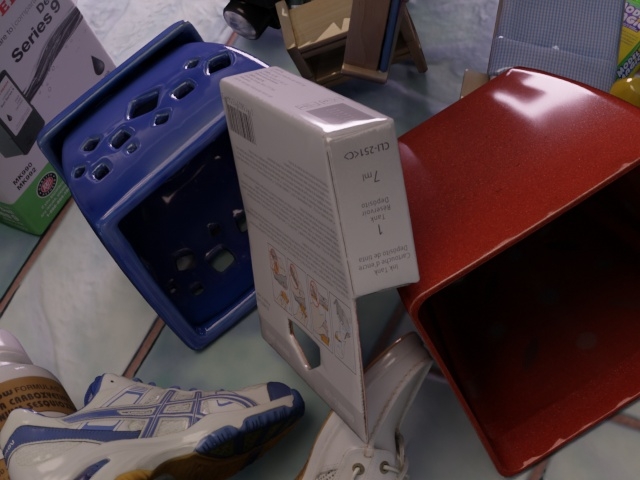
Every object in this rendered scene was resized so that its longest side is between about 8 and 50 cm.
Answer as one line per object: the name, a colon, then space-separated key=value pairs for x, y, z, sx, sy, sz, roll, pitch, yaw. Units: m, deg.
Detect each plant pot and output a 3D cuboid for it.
plant pot: x=0.186 y=0.000 z=1.420 sx=0.267 sy=0.267 sz=0.236 roll=-32 pitch=43 yaw=-2
plant pot: x=-0.136 y=-0.071 z=1.605 sx=0.236 sy=0.236 sz=0.212 roll=-40 pitch=47 yaw=-7

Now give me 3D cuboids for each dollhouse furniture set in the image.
dollhouse furniture set: x=0.198 y=-0.273 z=1.524 sx=0.303 sy=0.198 sz=0.286 roll=13 pitch=65 yaw=1
dollhouse furniture set: x=0.025 y=-0.267 z=1.719 sx=0.129 sy=0.129 sz=0.184 roll=-19 pitch=59 yaw=9

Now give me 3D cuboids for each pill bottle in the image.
pill bottle: x=-0.299 y=0.197 z=1.545 sx=0.131 sy=0.131 sz=0.229 roll=-36 pitch=52 yaw=-4

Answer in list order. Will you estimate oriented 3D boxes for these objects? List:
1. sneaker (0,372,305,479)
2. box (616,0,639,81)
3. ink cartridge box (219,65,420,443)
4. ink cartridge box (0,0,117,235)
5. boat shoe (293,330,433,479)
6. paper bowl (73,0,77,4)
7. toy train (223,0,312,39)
sneaker: x=-0.151 y=0.165 z=1.444 sx=0.296 sy=0.112 sz=0.131 roll=-15 pitch=59 yaw=-36
box: x=0.281 y=-0.199 z=1.639 sx=0.105 sy=0.043 sz=0.179 roll=33 pitch=73 yaw=34
ink cartridge box: x=0.000 y=0.000 z=1.356 sx=0.066 sy=0.261 sz=0.296 roll=-14 pitch=19 yaw=-16
ink cartridge box: x=-0.353 y=-0.176 z=1.716 sx=0.121 sy=0.289 sz=0.211 roll=22 pitch=68 yaw=32
boat shoe: x=0.039 y=0.210 z=1.387 sx=0.096 sy=0.098 sz=0.277 roll=36 pitch=111 yaw=20
paper bowl: x=-0.426 y=-0.296 z=1.915 sx=0.284 sy=0.148 sz=0.284 roll=-10 pitch=54 yaw=14
toy train: x=-0.017 y=-0.390 z=1.790 sx=0.142 sy=0.190 sz=0.334 roll=24 pitch=69 yaw=32
